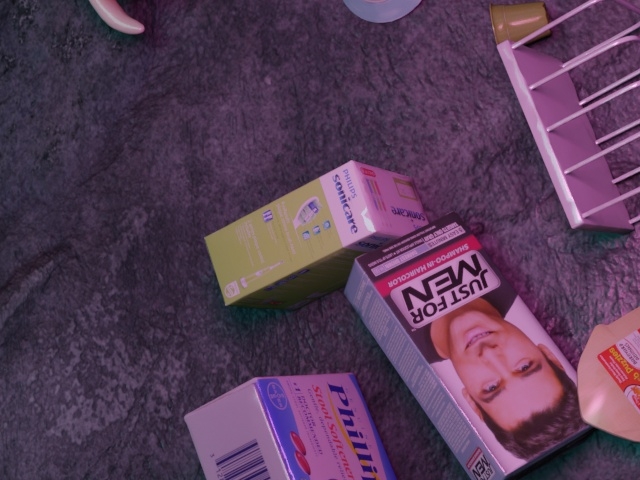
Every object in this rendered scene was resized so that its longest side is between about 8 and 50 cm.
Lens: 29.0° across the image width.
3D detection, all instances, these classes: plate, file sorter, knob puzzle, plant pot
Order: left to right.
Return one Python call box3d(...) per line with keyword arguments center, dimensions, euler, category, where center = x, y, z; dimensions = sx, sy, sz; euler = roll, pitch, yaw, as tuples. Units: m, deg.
box3d(center=(0.096, -0.444, 1.979), dimensions=(0.188, 0.024, 0.188), euler=(3, 95, 33), category="plate")
box3d(center=(0.300, -0.322, 1.841), dimensions=(0.079, 0.083, 0.083), euler=(-13, 79, 16), category="plant pot")
box3d(center=(0.401, -0.172, 1.691), dimensions=(0.173, 0.193, 0.277), euler=(-29, 72, 29), category="file sorter")
box3d(center=(0.436, 0.197, 1.699), dimensions=(0.213, 0.030, 0.213), euler=(0, 66, 1), category="knob puzzle")

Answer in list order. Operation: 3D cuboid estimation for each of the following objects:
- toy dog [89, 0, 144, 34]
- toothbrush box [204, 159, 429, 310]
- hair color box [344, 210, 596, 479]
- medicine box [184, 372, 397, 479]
box3d(center=(-0.244, -0.552, 2.055), dimensions=(0.408, 0.284, 0.395), euler=(4, 88, 28), category="toy dog")
box3d(center=(0.000, 0.000, 1.907), dimensions=(0.283, 0.206, 0.122), euler=(-26, 73, 26), category="toothbrush box")
box3d(center=(0.214, 0.158, 1.770), dimensions=(0.374, 0.185, 0.113), euler=(56, 156, 21), category="hair color box")
box3d(center=(-0.027, 0.346, 1.844), dimensions=(0.149, 0.289, 0.263), euler=(-31, 72, 26), category="medicine box")
